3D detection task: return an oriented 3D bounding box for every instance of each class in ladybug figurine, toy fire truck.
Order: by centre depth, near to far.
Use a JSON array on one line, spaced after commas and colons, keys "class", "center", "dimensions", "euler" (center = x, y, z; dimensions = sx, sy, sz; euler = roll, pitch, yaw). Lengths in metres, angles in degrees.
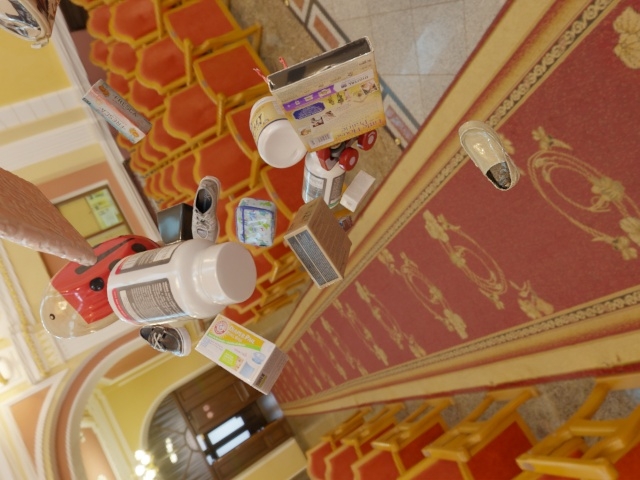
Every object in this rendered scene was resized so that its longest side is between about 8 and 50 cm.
[{"class": "ladybug figurine", "center": [-0.717, 0.124, 1.438], "dimensions": [0.305, 0.449, 0.162], "euler": [26, 144, 31]}, {"class": "toy fire truck", "center": [0.086, -0.444, 1.759], "dimensions": [0.169, 0.302, 0.254], "euler": [32, 164, 29]}]

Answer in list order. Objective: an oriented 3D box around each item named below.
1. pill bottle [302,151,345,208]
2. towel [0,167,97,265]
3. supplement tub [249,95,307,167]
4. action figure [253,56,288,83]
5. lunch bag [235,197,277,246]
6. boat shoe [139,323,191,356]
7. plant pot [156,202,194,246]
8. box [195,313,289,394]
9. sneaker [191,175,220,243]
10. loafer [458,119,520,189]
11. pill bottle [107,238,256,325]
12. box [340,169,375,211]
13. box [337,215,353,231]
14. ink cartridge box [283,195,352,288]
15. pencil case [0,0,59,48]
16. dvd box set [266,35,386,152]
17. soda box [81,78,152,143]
[{"class": "pill bottle", "center": [0.021, -0.331, 2.089], "dimensions": [0.204, 0.204, 0.361], "euler": [52, 154, 25]}, {"class": "towel", "center": [-0.709, -0.081, 0.996], "dimensions": [0.317, 0.053, 0.332], "euler": [41, 174, 15]}, {"class": "supplement tub", "center": [-0.199, -0.504, 1.982], "dimensions": [0.316, 0.228, 0.228], "euler": [-114, 13, -45]}, {"class": "action figure", "center": [-0.138, -0.628, 1.619], "dimensions": [0.091, 0.280, 0.139], "euler": [-34, 101, 32]}, {"class": "lunch bag", "center": [-0.281, -0.075, 1.877], "dimensions": [0.090, 0.176, 0.219], "euler": [-76, -3, -48]}, {"class": "boat shoe", "center": [-0.586, 0.366, 1.616], "dimensions": [0.301, 0.102, 0.108], "euler": [9, 98, 46]}, {"class": "plant pot", "center": [-0.635, -0.050, 2.015], "dimensions": [0.187, 0.188, 0.167], "euler": [-14, 68, 30]}, {"class": "box", "center": [-0.203, 0.292, 1.124], "dimensions": [0.203, 0.114, 0.103], "euler": [20, 157, 29]}, {"class": "sneaker", "center": [-0.431, -0.090, 1.575], "dimensions": [0.115, 0.105, 0.281], "euler": [-73, -10, -73]}, {"class": "loafer", "center": [0.538, -0.264, 1.365], "dimensions": [0.268, 0.092, 0.102], "euler": [44, 127, -12]}, {"class": "pill bottle", "center": [-0.309, 0.093, 0.976], "dimensions": [0.319, 0.176, 0.176], "euler": [-12, 109, 29]}, {"class": "box", "center": [0.190, -0.255, 2.234], "dimensions": [0.091, 0.170, 0.130], "euler": [34, 162, 6]}, {"class": "box", "center": [0.030, -0.040, 1.618], "dimensions": [0.233, 0.159, 0.044], "euler": [-36, -73, -75]}, {"class": "ink cartridge box", "center": [0.000, 0.000, 1.284], "dimensions": [0.193, 0.088, 0.234], "euler": [57, -158, -17]}, {"class": "pencil case", "center": [-0.550, -0.594, 0.879], "dimensions": [0.160, 0.410, 0.183], "euler": [-5, 152, 39]}, {"class": "dvd box set", "center": [0.043, -0.439, 1.384], "dimensions": [0.420, 0.308, 0.062], "euler": [41, -149, -71]}, {"class": "soda box", "center": [-0.585, -0.371, 1.255], "dimensions": [0.063, 0.058, 0.183], "euler": [-22, 130, 30]}]
